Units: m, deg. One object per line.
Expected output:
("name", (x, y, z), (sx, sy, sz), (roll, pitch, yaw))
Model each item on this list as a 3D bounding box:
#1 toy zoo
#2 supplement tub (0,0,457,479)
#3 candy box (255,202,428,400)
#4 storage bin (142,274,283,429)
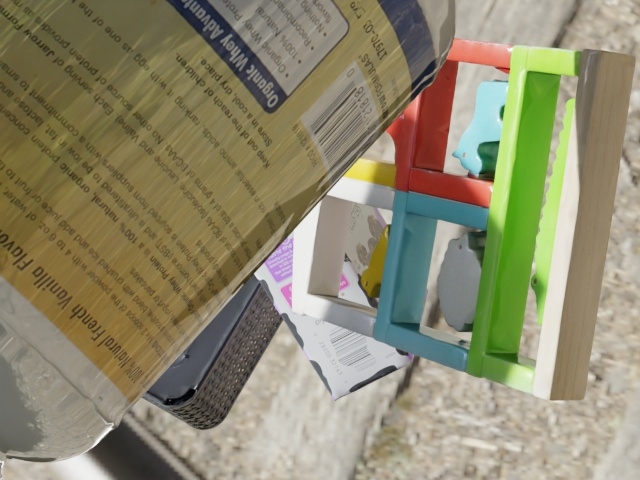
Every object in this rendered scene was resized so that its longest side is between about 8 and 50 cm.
("toy zoo", (0.061, -0.029, 0.930), (0.293, 0.030, 0.192), (17, 101, 53))
("supplement tub", (-0.120, -0.051, 0.644), (0.316, 0.228, 0.228), (-48, 42, -12))
("candy box", (0.000, 0.000, 1.172), (0.070, 0.165, 0.196), (-29, 101, 16))
("storage bin", (-0.106, 0.054, 1.291), (0.122, 0.084, 0.180), (26, 79, 22))
